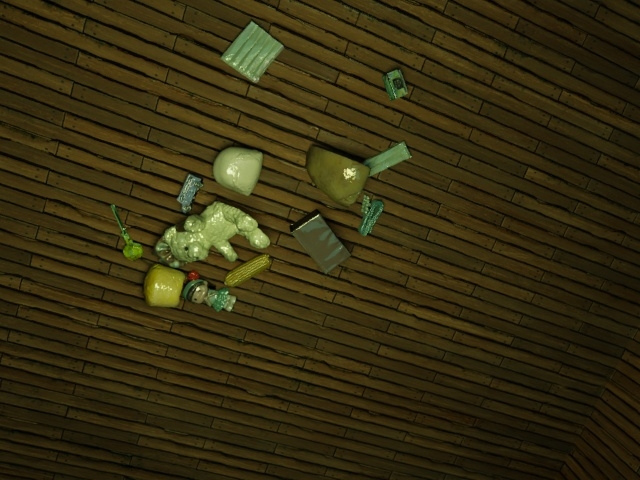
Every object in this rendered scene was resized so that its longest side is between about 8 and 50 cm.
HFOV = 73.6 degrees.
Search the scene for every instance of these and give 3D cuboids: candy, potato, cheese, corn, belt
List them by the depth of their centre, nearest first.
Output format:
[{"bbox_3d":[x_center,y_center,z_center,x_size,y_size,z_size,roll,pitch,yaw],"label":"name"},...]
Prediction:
[{"bbox_3d":[-0.353,-0.303,1.798,0.189,0.154,0.198,14,98,-30],"label":"cheese"},{"bbox_3d":[0.049,-0.273,1.838,0.264,0.189,0.211,23,100,-12],"label":"potato"},{"bbox_3d":[-0.848,-0.034,1.853,0.073,0.077,0.262,-19,97,13],"label":"candy"},{"bbox_3d":[-0.331,0.136,1.947,0.238,0.080,0.080,-29,105,-2],"label":"corn"},{"bbox_3d":[0.215,-0.111,1.965,0.100,0.065,0.179,19,100,-21],"label":"belt"}]

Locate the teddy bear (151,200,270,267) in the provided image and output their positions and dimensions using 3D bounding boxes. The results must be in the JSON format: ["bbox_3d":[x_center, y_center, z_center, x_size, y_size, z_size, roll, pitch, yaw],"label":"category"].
[{"bbox_3d":[-0.469,0.021,1.790,0.362,0.375,0.327,-50,145,-14],"label":"teddy bear"}]

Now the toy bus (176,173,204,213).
[{"bbox_3d":[-0.564,-0.201,1.840,0.076,0.073,0.167,26,96,-9],"label":"toy bus"}]

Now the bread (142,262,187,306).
[{"bbox_3d":[-0.687,0.199,1.868,0.170,0.197,0.197,14,101,-23],"label":"bread"}]

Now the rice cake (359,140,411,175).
[{"bbox_3d":[0.291,-0.363,1.925,0.226,0.040,0.085,-26,106,-1],"label":"rice cake"}]

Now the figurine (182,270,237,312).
[{"bbox_3d":[-0.499,0.238,1.939,0.245,0.110,0.138,24,90,-15],"label":"figurine"}]

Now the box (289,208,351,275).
[{"bbox_3d":[0.000,0.000,1.901,0.153,0.188,0.252,-37,103,3],"label":"box"}]

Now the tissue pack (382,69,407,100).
[{"bbox_3d":[0.325,-0.667,1.834,0.079,0.085,0.111,-24,104,-2],"label":"tissue pack"}]

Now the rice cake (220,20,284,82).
[{"bbox_3d":[-0.277,-0.772,1.758,0.189,0.037,0.198,33,98,-13],"label":"rice cake"}]
